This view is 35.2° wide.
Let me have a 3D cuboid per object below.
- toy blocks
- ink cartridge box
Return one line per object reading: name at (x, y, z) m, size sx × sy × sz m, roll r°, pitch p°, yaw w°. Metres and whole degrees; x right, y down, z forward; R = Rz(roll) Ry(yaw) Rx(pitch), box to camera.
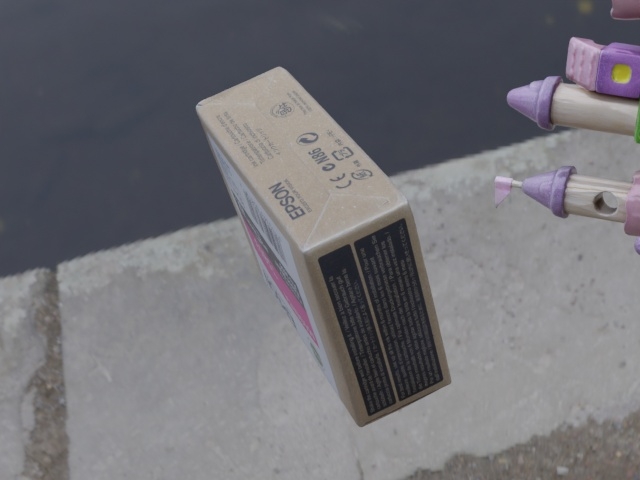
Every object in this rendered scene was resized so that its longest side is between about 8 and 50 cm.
toy blocks at (0.291, -0.131, 0.940) m, size 0.260 × 0.289 × 0.309 m, roll 14°, pitch 27°, yaw 26°
ink cartridge box at (0.000, 0.000, 0.802) m, size 0.088 × 0.193 × 0.235 m, roll -26°, pitch 40°, yaw -11°
